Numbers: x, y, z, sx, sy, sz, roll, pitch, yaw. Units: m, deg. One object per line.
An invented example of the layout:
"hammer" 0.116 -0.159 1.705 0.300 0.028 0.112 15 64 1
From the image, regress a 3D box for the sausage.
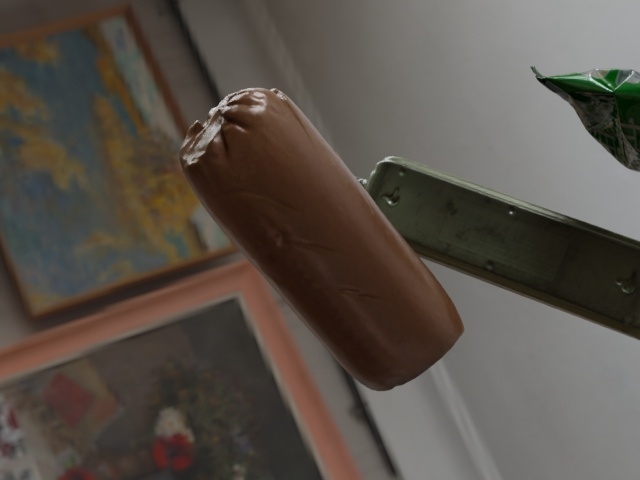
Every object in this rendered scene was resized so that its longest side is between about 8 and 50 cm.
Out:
"sausage" -0.001 -0.001 1.319 0.304 0.121 0.121 50 -24 -21

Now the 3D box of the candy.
"candy" 0.306 -0.114 1.430 0.203 0.078 0.141 28 -11 34

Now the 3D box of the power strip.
"power strip" 0.180 -0.001 1.527 0.387 0.066 0.092 22 -94 30
